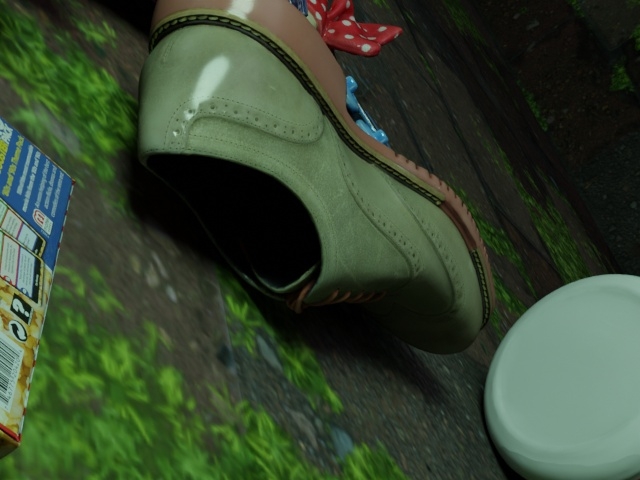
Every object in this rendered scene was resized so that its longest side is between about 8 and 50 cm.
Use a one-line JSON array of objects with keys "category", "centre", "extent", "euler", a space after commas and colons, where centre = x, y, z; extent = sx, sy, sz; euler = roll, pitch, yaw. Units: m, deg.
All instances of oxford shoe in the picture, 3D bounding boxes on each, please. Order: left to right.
[{"category": "oxford shoe", "centre": [0.000, 0.000, 0.663], "extent": [0.348, 0.123, 0.130], "euler": [43, 48, -39]}]

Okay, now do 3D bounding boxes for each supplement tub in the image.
[{"category": "supplement tub", "centre": [0.281, 0.172, 0.905], "extent": [0.272, 0.191, 0.191], "euler": [43, 22, -34]}]

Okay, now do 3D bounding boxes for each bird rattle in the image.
[{"category": "bird rattle", "centre": [-0.050, -0.236, 0.950], "extent": [0.207, 0.143, 0.254], "euler": [-6, 76, -57]}]

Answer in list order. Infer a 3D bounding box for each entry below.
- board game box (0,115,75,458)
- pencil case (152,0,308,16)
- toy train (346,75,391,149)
[{"category": "board game box", "centre": [-0.168, -0.030, 0.330], "extent": [0.193, 0.045, 0.147], "euler": [46, 21, -30]}, {"category": "pencil case", "centre": [-0.103, -0.190, 0.715], "extent": [0.209, 0.095, 0.098], "euler": [27, 49, -53]}, {"category": "toy train", "centre": [0.027, -0.057, 0.842], "extent": [0.184, 0.080, 0.105], "euler": [57, 9, 11]}]
